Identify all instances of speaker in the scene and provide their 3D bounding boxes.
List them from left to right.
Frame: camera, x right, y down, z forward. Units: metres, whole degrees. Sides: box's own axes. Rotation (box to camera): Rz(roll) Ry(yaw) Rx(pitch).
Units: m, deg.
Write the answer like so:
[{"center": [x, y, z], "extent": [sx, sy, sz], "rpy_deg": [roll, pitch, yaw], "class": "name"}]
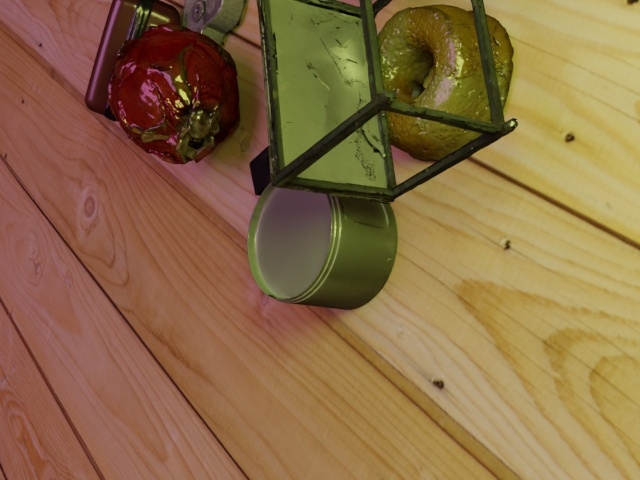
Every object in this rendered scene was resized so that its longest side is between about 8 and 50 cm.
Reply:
[{"center": [-0.053, -0.168, 1.610], "extent": [0.218, 0.044, 0.082], "rpy_deg": [-35, 57, 40], "class": "speaker"}]

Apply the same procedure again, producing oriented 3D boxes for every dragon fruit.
[{"center": [-0.304, -0.305, 1.762], "extent": [0.342, 0.277, 0.278], "rpy_deg": [34, 108, 48], "class": "dragon fruit"}]

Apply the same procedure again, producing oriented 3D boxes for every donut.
[{"center": [0.165, -0.258, 1.331], "extent": [0.272, 0.107, 0.272], "rpy_deg": [-16, 69, 49], "class": "donut"}]

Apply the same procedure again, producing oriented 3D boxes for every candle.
[{"center": [-0.250, -0.511, 1.894], "extent": [0.192, 0.068, 0.169], "rpy_deg": [-46, 48, 30], "class": "candle"}]

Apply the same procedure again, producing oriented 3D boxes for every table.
[{"center": [0.079, -0.264, 1.179], "extent": [0.272, 0.222, 0.335], "rpy_deg": [-31, 60, 52], "class": "table"}]

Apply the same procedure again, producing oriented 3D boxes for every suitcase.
[{"center": [-0.441, -0.432, 1.985], "extent": [0.236, 0.161, 0.297], "rpy_deg": [-116, 47, -68], "class": "suitcase"}]

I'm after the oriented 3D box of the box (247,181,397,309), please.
[{"center": [0.000, 0.000, 1.434], "extent": [0.226, 0.149, 0.226], "rpy_deg": [-12, 73, 47], "class": "box"}]
